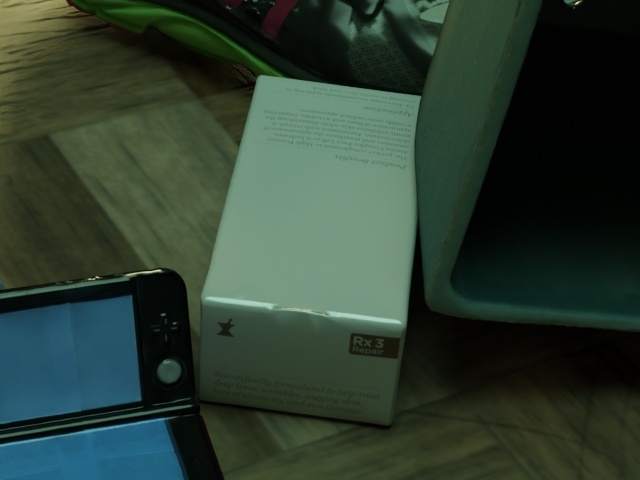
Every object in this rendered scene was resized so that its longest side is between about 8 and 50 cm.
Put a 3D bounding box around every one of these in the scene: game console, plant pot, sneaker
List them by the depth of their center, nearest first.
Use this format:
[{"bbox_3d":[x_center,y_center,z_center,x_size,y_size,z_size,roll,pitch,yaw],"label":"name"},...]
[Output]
[{"bbox_3d":[-0.128,0.089,0.967,0.144,0.124,0.085,-8,13,-17],"label":"game console"},{"bbox_3d":[0.184,-0.120,1.051,0.248,0.247,0.252,5,37,-13],"label":"plant pot"},{"bbox_3d":[0.002,-0.213,1.272,0.483,0.202,0.185,18,40,15],"label":"sneaker"}]

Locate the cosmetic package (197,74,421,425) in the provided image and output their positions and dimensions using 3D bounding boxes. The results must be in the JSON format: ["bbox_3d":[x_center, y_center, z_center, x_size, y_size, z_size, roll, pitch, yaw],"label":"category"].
[{"bbox_3d":[0.000,0.000,1.096,0.117,0.085,0.231,8,39,3],"label":"cosmetic package"}]

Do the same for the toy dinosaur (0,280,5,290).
[{"bbox_3d":[-0.211,0.022,1.057,0.047,0.090,0.082,-39,22,-24],"label":"toy dinosaur"}]
